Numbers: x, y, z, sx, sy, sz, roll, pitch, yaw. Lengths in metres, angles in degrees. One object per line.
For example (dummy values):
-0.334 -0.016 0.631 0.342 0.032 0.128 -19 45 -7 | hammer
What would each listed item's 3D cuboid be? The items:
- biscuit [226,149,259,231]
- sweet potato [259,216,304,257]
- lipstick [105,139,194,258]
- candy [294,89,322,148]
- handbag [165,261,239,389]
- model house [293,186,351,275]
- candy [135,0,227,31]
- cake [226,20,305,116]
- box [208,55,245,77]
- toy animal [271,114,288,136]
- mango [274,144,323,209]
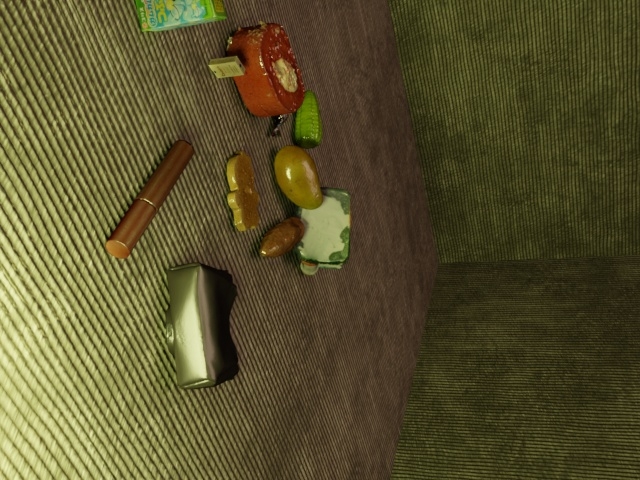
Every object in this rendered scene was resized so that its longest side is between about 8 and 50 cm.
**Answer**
-0.221 -0.140 1.791 0.166 0.036 0.226 -21 104 -68 | biscuit
-0.118 -0.004 1.944 0.252 0.097 0.097 -47 130 -63 | sweet potato
-0.364 -0.102 1.397 0.357 0.057 0.057 -71 149 -45 | lipstick
-0.042 -0.423 2.210 0.096 0.096 0.210 32 55 -64 | candy
-0.267 0.202 1.524 0.257 0.113 0.286 24 57 -72 | handbag
0.000 0.000 2.200 0.301 0.190 0.272 96 -5 -65 | model house
-0.310 -0.523 1.409 0.062 0.194 0.097 -40 124 -62 | candy
-0.162 -0.487 1.850 0.177 0.150 0.283 -52 136 -42 | cake
-0.249 -0.461 1.702 0.053 0.083 0.024 53 44 -55 | box
-0.131 -0.410 2.045 0.105 0.070 0.203 42 53 -46 | toy animal
-0.068 -0.197 2.040 0.228 0.136 0.099 63 -11 -16 | mango
